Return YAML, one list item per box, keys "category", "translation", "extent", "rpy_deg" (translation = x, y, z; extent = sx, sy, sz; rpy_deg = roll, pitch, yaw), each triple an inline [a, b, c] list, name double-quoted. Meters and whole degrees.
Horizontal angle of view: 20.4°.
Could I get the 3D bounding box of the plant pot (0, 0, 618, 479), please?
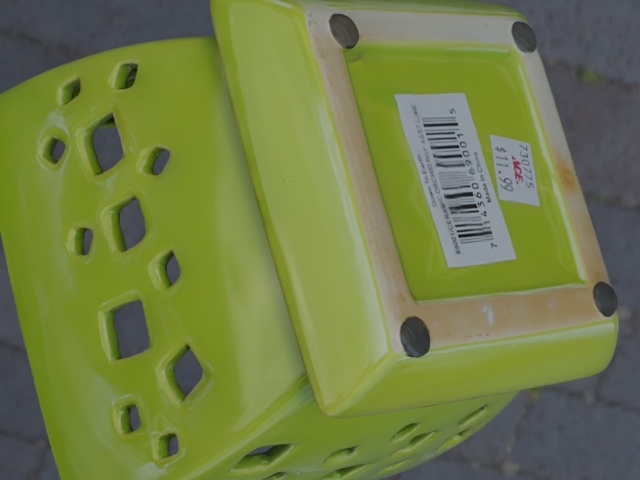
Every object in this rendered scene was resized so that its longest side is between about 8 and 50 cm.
- category: "plant pot"
  translation: [0.000, 0.000, 0.865]
  extent: [0.227, 0.228, 0.207]
  rpy_deg: [-4, 164, -44]
